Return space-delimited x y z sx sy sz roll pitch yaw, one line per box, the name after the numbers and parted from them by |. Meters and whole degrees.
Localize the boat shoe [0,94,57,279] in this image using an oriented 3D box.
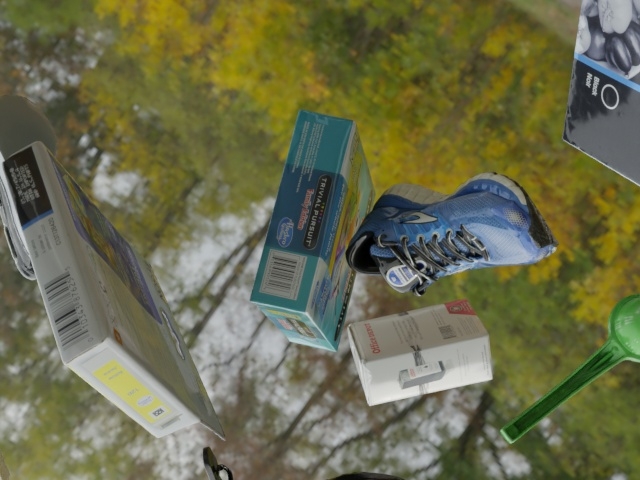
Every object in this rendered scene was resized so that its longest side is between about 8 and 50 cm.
-0.464 -0.084 1.841 0.113 0.105 0.306 -2 -120 -44 | boat shoe

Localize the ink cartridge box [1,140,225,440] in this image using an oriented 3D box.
-0.246 0.078 1.395 0.304 0.072 0.307 61 180 36 | ink cartridge box

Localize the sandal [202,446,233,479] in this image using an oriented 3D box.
-0.189 0.460 2.257 0.067 0.040 0.179 -101 -1 -45 | sandal

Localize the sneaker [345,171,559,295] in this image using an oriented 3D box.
0.151 0.010 1.440 0.130 0.147 0.330 54 152 -19 | sneaker

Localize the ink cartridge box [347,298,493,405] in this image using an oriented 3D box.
0.166 0.188 1.995 0.217 0.092 0.158 -10 -159 -3 | ink cartridge box

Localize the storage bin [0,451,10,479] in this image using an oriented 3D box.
-0.623 0.324 1.738 0.123 0.260 0.262 -108 6 -57 | storage bin

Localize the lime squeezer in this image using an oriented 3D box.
0.273 0.057 0.909 0.059 0.310 0.110 47 -159 -4 | lime squeezer

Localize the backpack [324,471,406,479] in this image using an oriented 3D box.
0.040 0.345 1.380 0.152 0.181 0.115 -146 43 -79 | backpack

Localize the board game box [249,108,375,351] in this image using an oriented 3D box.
0.000 0.000 1.610 0.079 0.254 0.336 12 169 10 | board game box

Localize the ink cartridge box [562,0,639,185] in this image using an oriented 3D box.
0.261 -0.124 0.811 0.045 0.206 0.208 -17 -145 -29 | ink cartridge box
